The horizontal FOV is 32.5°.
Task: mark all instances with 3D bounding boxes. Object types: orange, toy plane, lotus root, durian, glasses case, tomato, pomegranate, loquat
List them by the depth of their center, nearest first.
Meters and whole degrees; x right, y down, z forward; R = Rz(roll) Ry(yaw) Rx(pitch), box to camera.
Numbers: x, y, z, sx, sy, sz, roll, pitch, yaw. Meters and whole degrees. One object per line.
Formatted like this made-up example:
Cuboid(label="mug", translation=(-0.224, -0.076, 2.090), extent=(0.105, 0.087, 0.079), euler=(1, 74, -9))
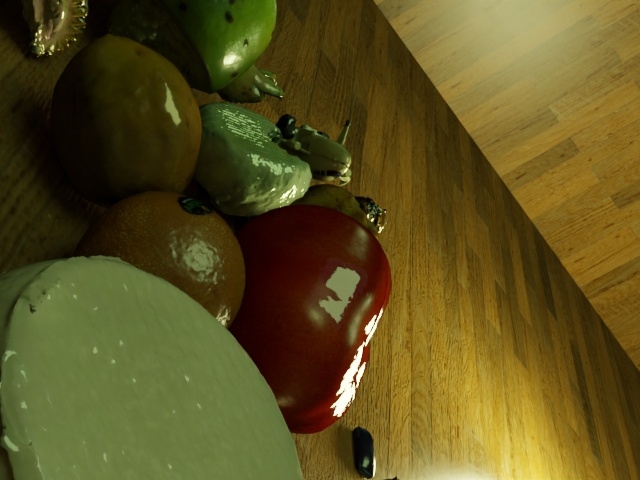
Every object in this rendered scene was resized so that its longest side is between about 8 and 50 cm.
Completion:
Cuboid(label="orange", translation=(-0.179, 0.039, 1.203), extent=(0.206, 0.206, 0.206), euler=(47, 24, -29))
Cuboid(label="loquat", translation=(-0.233, -0.133, 1.327), extent=(0.187, 0.176, 0.234), euler=(139, -64, -69))
Cuboid(label="durian", translation=(-0.326, -0.335, 1.367), extent=(0.224, 0.078, 0.140), euler=(100, -4, -53))
Cuboid(label="tomato", translation=(-0.037, 0.091, 1.397), extent=(0.226, 0.298, 0.298), euler=(20, 18, 12))
Cuboid(label="glasses case", translation=(0.067, 0.311, 1.628), extent=(0.033, 0.023, 0.083), euler=(47, 24, -34))
Cuboid(label="pomegranate", translation=(-0.172, -0.323, 1.637), extent=(0.340, 0.260, 0.260), euler=(47, 24, -43))
Cuboid(label="lotus root", translation=(0.000, 0.000, 1.734), extent=(0.169, 0.141, 0.314), euler=(56, 29, 3))
Cuboid(label="toy plane", translation=(-0.023, -0.144, 1.778), extent=(0.242, 0.256, 0.104), euler=(27, 76, -32))

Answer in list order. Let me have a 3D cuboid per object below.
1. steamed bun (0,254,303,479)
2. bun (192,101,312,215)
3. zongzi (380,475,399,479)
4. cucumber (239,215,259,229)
Cuboid(label="steamed bun", translation=(-0.190, 0.205, 0.882), extent=(0.374, 0.241, 0.374), euler=(42, 31, -32))
Cuboid(label="bun", translation=(-0.118, -0.110, 1.630), extent=(0.204, 0.126, 0.212), euler=(28, 22, -11))
Cuboid(label="zongzi", translation=(0.066, 0.443, 1.350), extent=(0.248, 0.111, 0.241), euler=(-18, 84, -63))
Cuboid(label="cucumber", translation=(-0.105, -0.013, 1.659), extent=(0.033, 0.034, 0.135), euler=(52, 22, -31))
